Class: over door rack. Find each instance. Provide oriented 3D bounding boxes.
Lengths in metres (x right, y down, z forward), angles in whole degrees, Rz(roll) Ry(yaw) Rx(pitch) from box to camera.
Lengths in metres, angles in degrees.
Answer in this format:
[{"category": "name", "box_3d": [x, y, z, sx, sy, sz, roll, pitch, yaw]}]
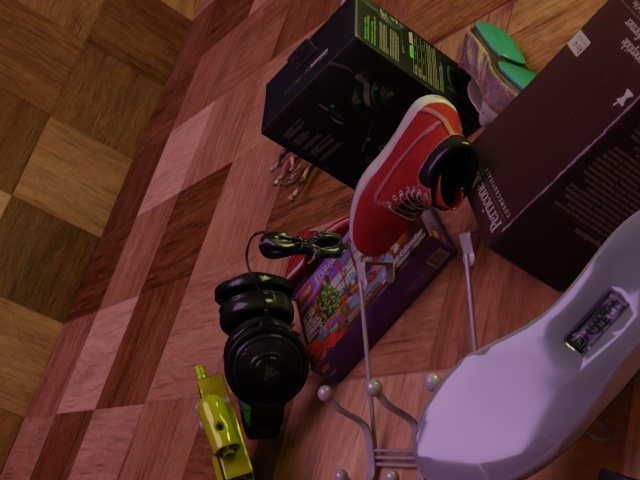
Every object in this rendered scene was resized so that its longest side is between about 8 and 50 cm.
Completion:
[{"category": "over door rack", "box_3d": [0.106, 0.151, 1.094, 0.239, 0.108, 0.324, -19, 60, 53]}]

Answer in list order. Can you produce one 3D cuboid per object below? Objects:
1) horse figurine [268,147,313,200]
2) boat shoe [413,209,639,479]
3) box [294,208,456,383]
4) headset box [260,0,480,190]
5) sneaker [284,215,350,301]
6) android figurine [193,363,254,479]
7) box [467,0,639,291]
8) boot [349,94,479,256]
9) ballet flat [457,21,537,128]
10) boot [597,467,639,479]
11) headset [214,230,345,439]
[{"category": "horse figurine", "box_3d": [-0.051, -0.196, 1.840, 0.174, 0.066, 0.263, -58, 23, 21]}, {"category": "boat shoe", "box_3d": [0.257, 0.126, 0.873, 0.367, 0.156, 0.136, -47, 55, 3]}, {"category": "box", "box_3d": [0.076, 0.056, 1.360, 0.293, 0.057, 0.201, -51, 27, 20]}, {"category": "headset box", "box_3d": [0.072, -0.226, 1.394, 0.246, 0.283, 0.131, -41, 33, 37]}, {"category": "sneaker", "box_3d": [0.000, 0.000, 1.525, 0.221, 0.087, 0.128, -42, 33, 32]}, {"category": "android figurine", "box_3d": [-0.148, 0.323, 1.344, 0.248, 0.056, 0.273, 91, 158, -55]}, {"category": "box", "box_3d": [0.342, -0.144, 0.990, 0.381, 0.143, 0.191, -50, 28, 26]}, {"category": "boot", "box_3d": [0.115, -0.048, 1.105, 0.176, 0.088, 0.244, -102, 34, -55]}, {"category": "ballet flat", "box_3d": [0.270, -0.220, 1.261, 0.316, 0.107, 0.106, -95, 25, -58]}, {"category": "boot", "box_3d": [0.301, 0.298, 0.705, 0.246, 0.083, 0.161, 2, 72, 68]}, {"category": "headset", "box_3d": [-0.069, 0.143, 1.371, 0.243, 0.185, 0.394, -106, 17, -48]}]
